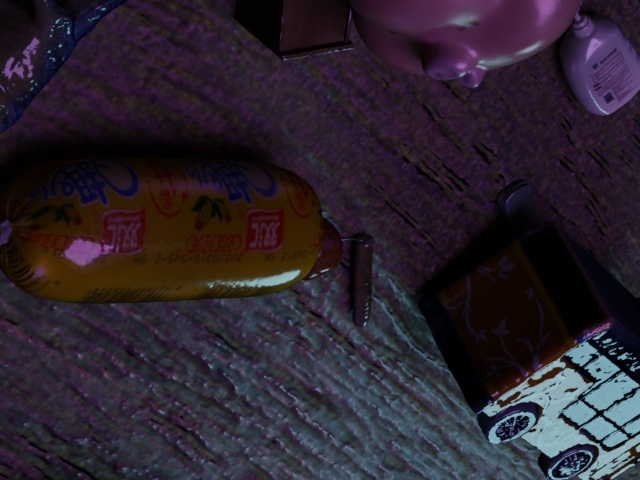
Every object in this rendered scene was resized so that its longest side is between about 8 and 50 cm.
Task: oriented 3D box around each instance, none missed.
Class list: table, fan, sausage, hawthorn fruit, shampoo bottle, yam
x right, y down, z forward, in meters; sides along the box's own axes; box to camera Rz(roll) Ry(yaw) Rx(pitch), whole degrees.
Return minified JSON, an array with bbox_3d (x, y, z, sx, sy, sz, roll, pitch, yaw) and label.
[{"bbox_3d":[-0.019,-0.207,1.552,0.070,0.083,0.082,-13,127,-28],"label":"table"},{"bbox_3d":[0.216,0.009,1.989,0.038,0.016,0.193,-34,139,-15],"label":"fan"},{"bbox_3d":[-0.134,-0.010,1.597,0.347,0.123,0.123,-1,124,-40],"label":"sausage"},{"bbox_3d":[0.000,0.000,1.770,0.103,0.067,0.067,-20,137,-43],"label":"hawthorn fruit"},{"bbox_3d":[0.264,-0.185,1.834,0.077,0.045,0.152,-42,142,1],"label":"shampoo bottle"},{"bbox_3d":[0.041,0.041,1.867,0.021,0.021,0.116,-21,137,-24],"label":"yam"}]

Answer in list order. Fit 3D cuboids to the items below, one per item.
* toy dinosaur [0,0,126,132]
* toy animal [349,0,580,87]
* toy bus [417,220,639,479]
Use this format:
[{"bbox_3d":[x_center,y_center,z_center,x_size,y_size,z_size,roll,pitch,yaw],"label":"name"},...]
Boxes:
[{"bbox_3d":[-0.243,-0.133,1.435,0.363,0.076,0.147,-45,144,-2],"label":"toy dinosaur"},{"bbox_3d":[0.134,-0.275,1.479,0.269,0.237,0.326,25,71,-44],"label":"toy animal"},{"bbox_3d":[0.264,0.129,1.998,0.194,0.162,0.323,-36,144,14],"label":"toy bus"}]
